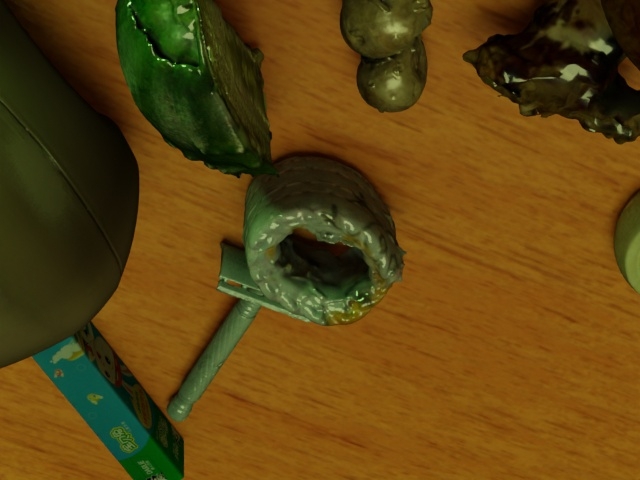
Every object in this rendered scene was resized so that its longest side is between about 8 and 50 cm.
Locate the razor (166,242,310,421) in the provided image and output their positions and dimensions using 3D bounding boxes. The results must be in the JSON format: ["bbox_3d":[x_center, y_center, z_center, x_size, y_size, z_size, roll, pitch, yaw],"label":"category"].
[{"bbox_3d":[-0.099,0.109,1.861,0.106,0.068,0.232,20,128,-17],"label":"razor"}]

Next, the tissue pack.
[{"bbox_3d":[-0.349,-0.060,1.559,0.267,0.276,0.387,-17,129,28],"label":"tissue pack"}]

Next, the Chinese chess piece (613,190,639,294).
[{"bbox_3d":[0.364,0.002,1.801,0.144,0.058,0.144,-2,128,-2],"label":"Chinese chess piece"}]

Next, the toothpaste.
[{"bbox_3d":[-0.228,0.152,1.879,0.050,0.065,0.266,-26,124,12],"label":"toothpaste"}]

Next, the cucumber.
[{"bbox_3d":[-0.110,-0.132,1.508,0.105,0.325,0.145,-9,82,4],"label":"cucumber"}]

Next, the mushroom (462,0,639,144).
[{"bbox_3d":[0.357,-0.232,1.549,0.331,0.356,0.334,21,86,-15],"label":"mushroom"}]

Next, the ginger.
[{"bbox_3d":[0.053,-0.205,1.617,0.104,0.080,0.204,0,129,28],"label":"ginger"}]

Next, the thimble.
[{"bbox_3d":[-0.001,-0.002,1.741,0.127,0.118,0.151,-39,117,21],"label":"thimble"}]
